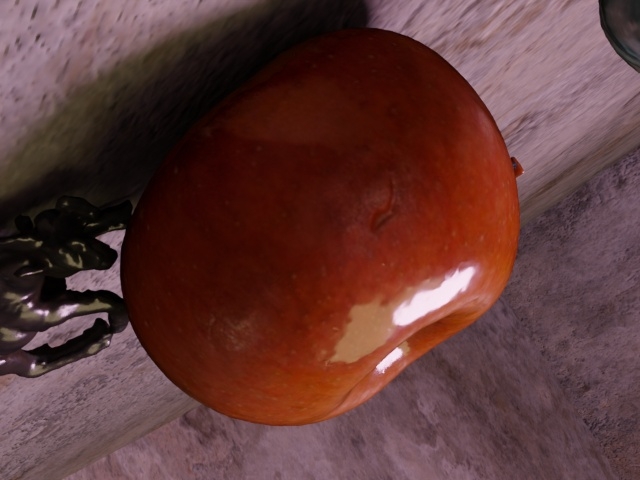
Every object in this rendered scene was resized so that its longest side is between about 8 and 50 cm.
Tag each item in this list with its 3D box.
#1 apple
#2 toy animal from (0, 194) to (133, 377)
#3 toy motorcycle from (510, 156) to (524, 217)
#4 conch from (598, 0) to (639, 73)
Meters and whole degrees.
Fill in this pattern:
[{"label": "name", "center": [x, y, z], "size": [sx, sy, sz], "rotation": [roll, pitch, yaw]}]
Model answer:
[{"label": "apple", "center": [0.000, 0.000, 0.587], "size": [0.272, 0.206, 0.251], "rotation": [-39, 173, 9]}, {"label": "toy animal", "center": [-0.210, 0.038, 0.617], "size": [0.232, 0.084, 0.148], "rotation": [-35, 158, 29]}, {"label": "toy motorcycle", "center": [0.097, -0.001, 1.090], "size": [0.325, 0.148, 0.221], "rotation": [-29, 173, -25]}, {"label": "conch", "center": [0.329, -0.215, 0.692], "size": [0.220, 0.195, 0.277], "rotation": [-49, 161, -42]}]
